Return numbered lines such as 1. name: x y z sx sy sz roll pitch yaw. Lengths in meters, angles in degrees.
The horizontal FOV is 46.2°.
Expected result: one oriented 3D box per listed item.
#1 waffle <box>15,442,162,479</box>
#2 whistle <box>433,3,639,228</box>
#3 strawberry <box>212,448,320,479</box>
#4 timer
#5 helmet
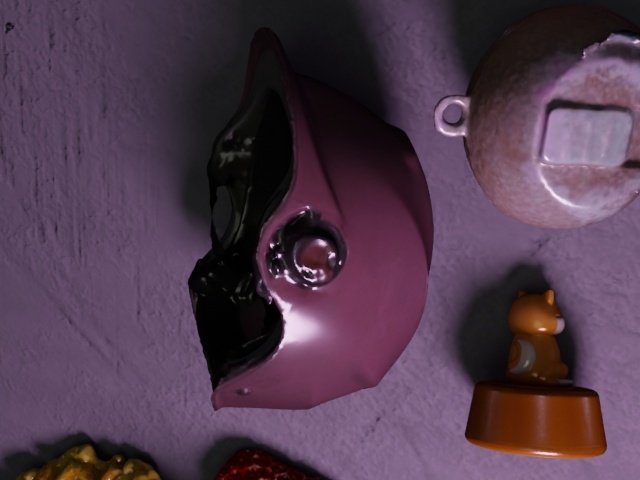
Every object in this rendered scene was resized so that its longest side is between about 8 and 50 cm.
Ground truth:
1. waffle: -0.303 0.413 0.956 0.300 0.058 0.282 -29 78 15
2. whistle: 0.261 -0.099 0.628 0.347 0.189 0.189 2 109 -6
3. strawberry: -0.050 0.319 0.878 0.188 0.082 0.121 8 106 18
4. timer: 0.209 0.123 0.730 0.132 0.132 0.152 1 83 17
5. helmet: 0.000 0.000 0.679 0.197 0.271 0.338 10 107 -18
